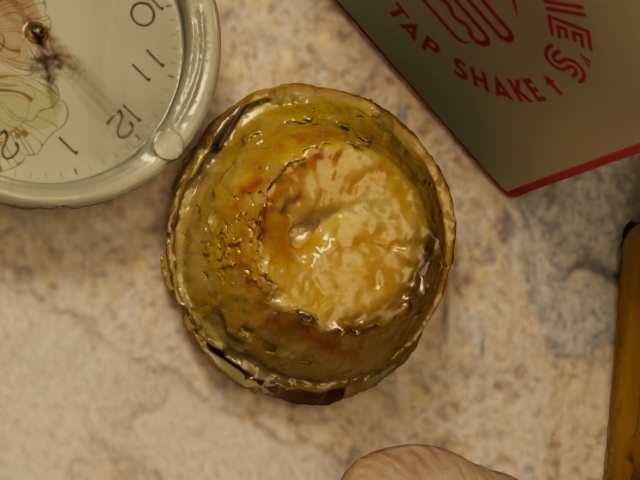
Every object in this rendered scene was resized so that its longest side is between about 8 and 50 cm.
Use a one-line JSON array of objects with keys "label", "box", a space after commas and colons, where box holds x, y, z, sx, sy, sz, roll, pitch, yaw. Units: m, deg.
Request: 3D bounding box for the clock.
[{"label": "clock", "box": [-0.180, -0.131, 1.191, 0.236, 0.053, 0.236, 5, 78, -23]}]

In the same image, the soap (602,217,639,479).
[{"label": "soap", "box": [0.267, 0.051, 1.281, 0.080, 0.160, 0.257, 12, 78, -21]}]

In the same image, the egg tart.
[{"label": "egg tart", "box": [0.000, -0.001, 1.227, 0.212, 0.090, 0.213, 2, 83, -18]}]

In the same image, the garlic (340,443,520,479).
[{"label": "garlic", "box": [0.082, 0.226, 1.154, 0.218, 0.212, 0.219, 6, 73, -19]}]

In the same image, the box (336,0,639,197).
[{"label": "box", "box": [0.183, -0.255, 1.217, 0.314, 0.312, 0.300, 48, 67, -10]}]
